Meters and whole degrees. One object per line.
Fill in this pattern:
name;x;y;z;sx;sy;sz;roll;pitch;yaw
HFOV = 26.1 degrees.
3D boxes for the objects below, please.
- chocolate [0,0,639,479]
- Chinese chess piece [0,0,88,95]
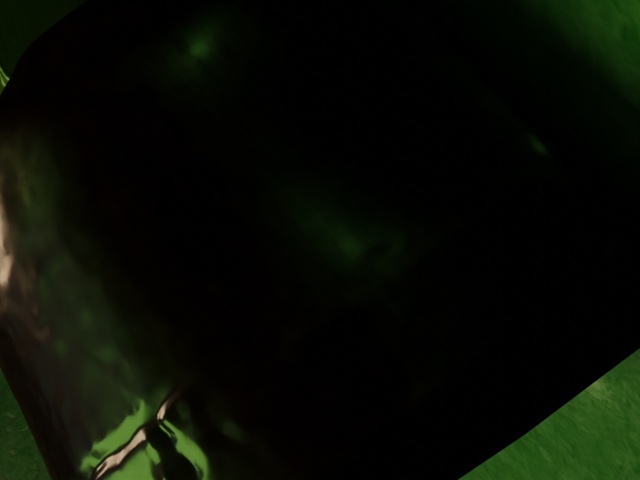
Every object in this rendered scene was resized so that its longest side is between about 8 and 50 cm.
chocolate;-0.032;0.005;0.813;0.331;0.383;0.383;57;170;17
Chinese chess piece;-0.225;-0.165;1.000;0.338;0.140;0.338;-10;-90;-72
